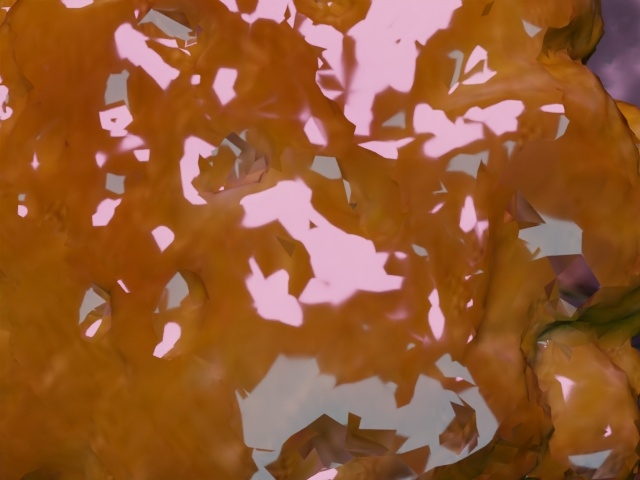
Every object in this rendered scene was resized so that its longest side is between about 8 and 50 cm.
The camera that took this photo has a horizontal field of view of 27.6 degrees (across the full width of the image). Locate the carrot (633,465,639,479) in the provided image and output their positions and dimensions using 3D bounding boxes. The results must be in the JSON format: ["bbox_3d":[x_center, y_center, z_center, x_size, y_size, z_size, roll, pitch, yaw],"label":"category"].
[{"bbox_3d":[0.031,0.122,0.543,0.254,0.049,0.049,-12,114,-3],"label":"carrot"}]

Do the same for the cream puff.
[{"bbox_3d":[-0.007,-0.003,0.398,0.244,0.196,0.244,-2,112,-4],"label":"cream puff"}]
